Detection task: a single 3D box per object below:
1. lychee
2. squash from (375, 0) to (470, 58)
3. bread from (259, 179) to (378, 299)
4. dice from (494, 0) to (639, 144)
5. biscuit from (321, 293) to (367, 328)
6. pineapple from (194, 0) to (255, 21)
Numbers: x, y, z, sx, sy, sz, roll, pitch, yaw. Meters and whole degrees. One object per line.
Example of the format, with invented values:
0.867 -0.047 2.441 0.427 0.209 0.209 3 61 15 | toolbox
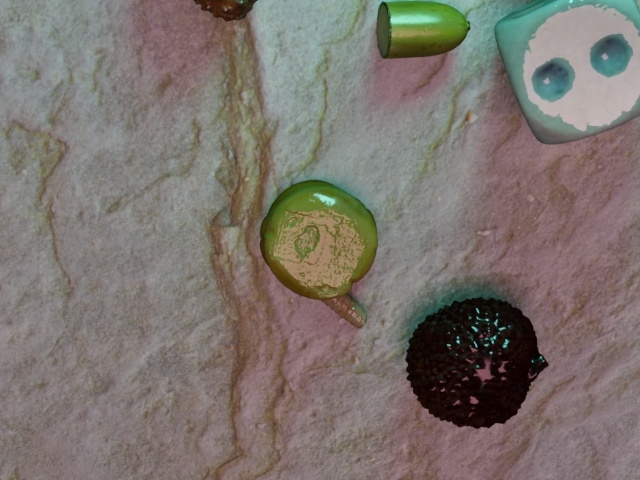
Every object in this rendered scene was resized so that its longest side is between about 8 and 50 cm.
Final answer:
0.359 0.278 2.089 0.330 0.306 0.306 5 118 27 | lychee
0.212 -0.434 1.847 0.187 0.123 0.123 -5 115 -3 | squash
0.000 0.000 2.016 0.270 0.148 0.270 -1 97 -6 | bread
0.507 -0.358 1.777 0.262 0.268 0.264 -21 104 19 | dice
0.024 0.127 2.132 0.219 0.061 0.055 40 101 -15 | biscuit
-0.267 -0.581 1.754 0.361 0.175 0.175 35 110 -6 | pineapple
